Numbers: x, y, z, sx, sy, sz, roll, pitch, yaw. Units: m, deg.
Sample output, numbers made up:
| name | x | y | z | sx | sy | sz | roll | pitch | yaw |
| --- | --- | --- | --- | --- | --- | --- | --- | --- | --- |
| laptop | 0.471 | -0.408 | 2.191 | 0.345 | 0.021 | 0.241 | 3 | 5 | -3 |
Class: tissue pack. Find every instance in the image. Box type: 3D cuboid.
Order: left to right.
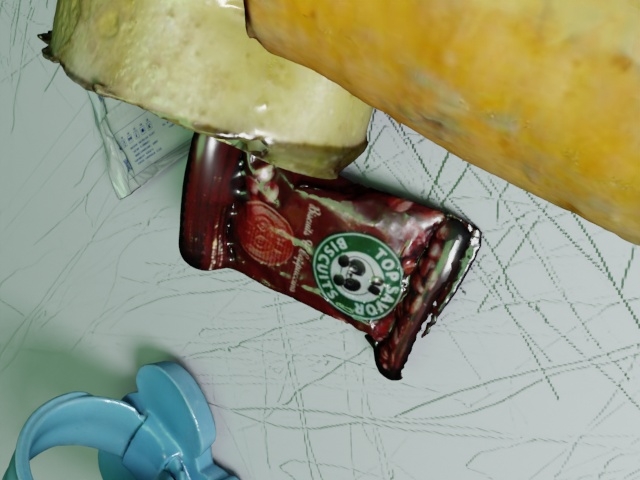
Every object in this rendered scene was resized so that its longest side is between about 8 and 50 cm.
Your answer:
| name | x | y | z | sx | sy | sz | roll | pitch | yaw |
| --- | --- | --- | --- | --- | --- | --- | --- | --- | --- |
| tissue pack | -0.152 | -0.126 | 0.933 | 0.193 | 0.026 | 0.123 | -25 | 88 | 43 |

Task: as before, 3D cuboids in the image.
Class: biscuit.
| name | x | y | z | sx | sy | sz | roll | pitch | yaw |
| --- | --- | --- | --- | --- | --- | --- | --- | --- | --- |
| biscuit | -0.003 | 0.005 | 0.810 | 0.235 | 0.063 | 0.151 | 27 | 129 | 12 |

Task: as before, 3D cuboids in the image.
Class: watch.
| name | x | y | z | sx | sy | sz | roll | pitch | yaw |
| --- | --- | --- | --- | --- | --- | --- | --- | --- | --- |
| watch | -0.204 | 0.240 | 0.994 | 0.211 | 0.193 | 0.211 | 17 | 116 | 38 |

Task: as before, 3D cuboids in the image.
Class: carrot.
| name | x | y | z | sx | sy | sz | roll | pitch | yaw |
| --- | --- | --- | --- | --- | --- | --- | --- | --- | --- |
| carrot | 0.139 | -0.124 | 0.518 | 0.340 | 0.224 | 0.224 | 22 | 121 | 11 |

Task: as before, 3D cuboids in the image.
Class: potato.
| name | x | y | z | sx | sy | sz | roll | pitch | yaw |
| --- | --- | --- | --- | --- | --- | --- | --- | --- | --- |
| potato | -0.068 | -0.191 | 0.720 | 0.285 | 0.242 | 0.242 | 42 | 131 | 50 |
